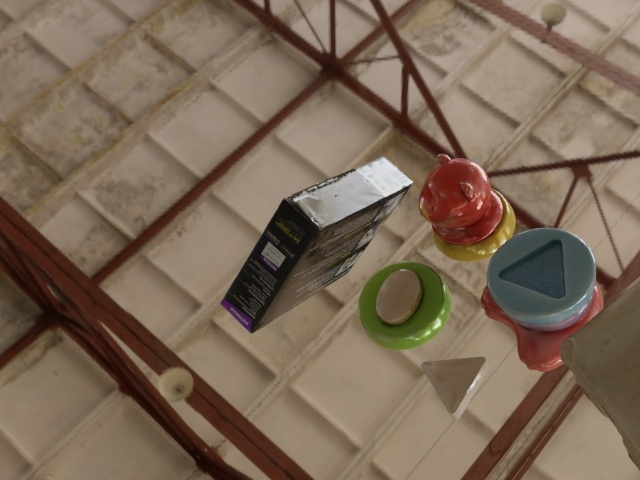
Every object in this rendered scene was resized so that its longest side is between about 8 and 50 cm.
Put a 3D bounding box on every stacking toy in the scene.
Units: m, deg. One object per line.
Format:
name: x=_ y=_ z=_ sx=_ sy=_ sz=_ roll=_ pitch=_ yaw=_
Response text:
stacking toy: x=0.184 y=0.045 z=1.050 sx=0.279 sy=0.130 sz=0.309 roll=-39 pitch=-133 yaw=-5

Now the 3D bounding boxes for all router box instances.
router box: x=0.000 y=0.000 z=0.754 sx=0.046 sy=0.133 sz=0.179 roll=43 pitch=-147 yaw=14

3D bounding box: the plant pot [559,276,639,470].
plant pot: x=0.384 y=0.094 z=0.662 sx=0.305 sy=0.334 sz=0.334 roll=-35 pitch=-119 yaw=7
